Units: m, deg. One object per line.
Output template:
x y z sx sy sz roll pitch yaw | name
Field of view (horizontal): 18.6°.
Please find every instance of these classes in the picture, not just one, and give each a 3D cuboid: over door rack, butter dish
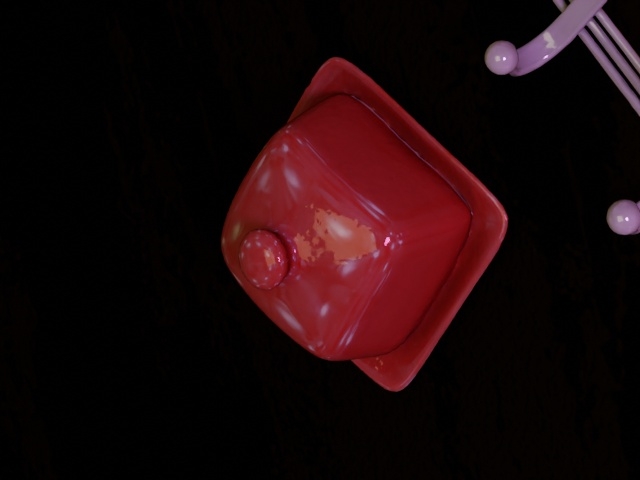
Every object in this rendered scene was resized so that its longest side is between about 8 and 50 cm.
0.180 -0.181 0.945 0.239 0.108 0.324 55 130 13 | over door rack
0.000 0.000 1.142 0.160 0.118 0.160 46 126 22 | butter dish
